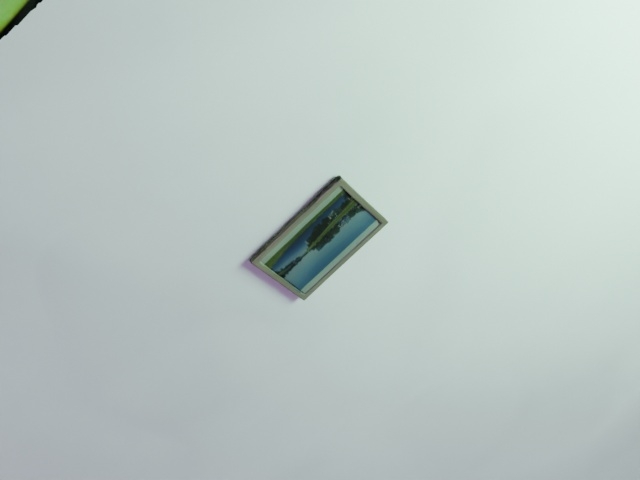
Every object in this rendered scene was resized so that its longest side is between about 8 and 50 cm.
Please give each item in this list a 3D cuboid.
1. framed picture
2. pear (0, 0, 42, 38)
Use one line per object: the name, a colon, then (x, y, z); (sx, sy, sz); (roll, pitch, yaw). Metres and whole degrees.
framed picture: (0.000, 0.000, 0.950); (0.149, 0.011, 0.109); (-44, 133, 9)
pear: (-0.315, -0.289, 0.416); (0.398, 0.165, 0.399); (-36, 144, -31)
